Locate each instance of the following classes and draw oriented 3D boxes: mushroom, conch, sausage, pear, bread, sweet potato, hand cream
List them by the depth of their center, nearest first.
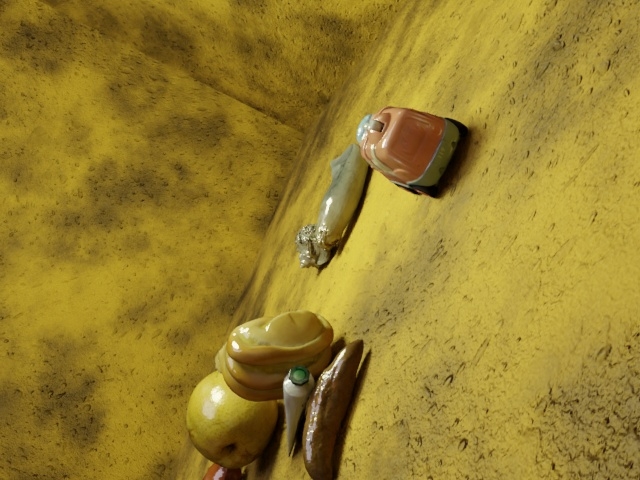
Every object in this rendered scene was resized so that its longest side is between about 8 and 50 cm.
[{"bbox_3d":[0.023,0.392,1.341,0.114,0.092,0.342,-9,54,45],"label":"sweet potato"},{"bbox_3d":[-0.060,0.435,1.475,0.336,0.076,0.121,95,-166,-46],"label":"hand cream"},{"bbox_3d":[-0.106,0.315,1.545,0.270,0.315,0.211,-48,57,51],"label":"bread"},{"bbox_3d":[-0.274,0.554,1.794,0.314,0.314,0.314,-59,14,26],"label":"pear"},{"bbox_3d":[-0.349,0.844,1.909,0.258,0.133,0.133,-57,15,20],"label":"sausage"},{"bbox_3d":[0.069,-0.153,2.019,0.177,0.126,0.397,-26,39,48],"label":"mushroom"},{"bbox_3d":[0.000,0.000,2.101,0.178,0.163,0.245,20,66,42],"label":"conch"}]

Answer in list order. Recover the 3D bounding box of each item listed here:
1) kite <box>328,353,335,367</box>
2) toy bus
[{"bbox_3d":[0.028,0.367,1.536,0.157,0.011,0.139,126,160,-45],"label":"kite"},{"bbox_3d":[0.209,-0.239,1.436,0.194,0.232,0.287,-67,15,5],"label":"toy bus"}]
